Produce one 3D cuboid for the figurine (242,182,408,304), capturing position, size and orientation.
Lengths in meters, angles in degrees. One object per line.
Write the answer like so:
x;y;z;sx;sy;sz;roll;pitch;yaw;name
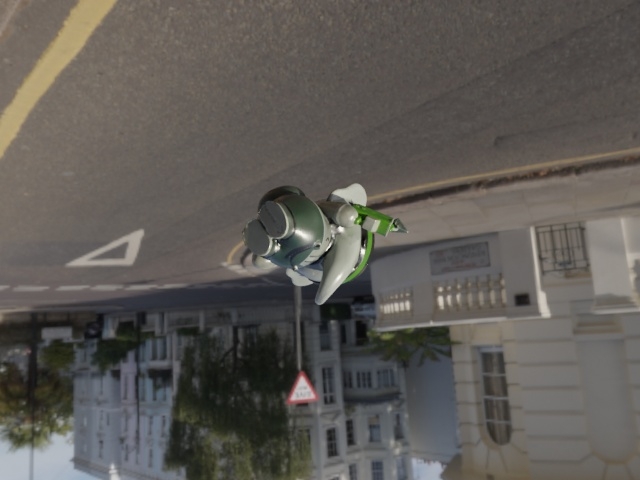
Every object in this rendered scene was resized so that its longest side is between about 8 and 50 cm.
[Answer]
0.000;0.000;0.630;0.147;0.126;0.192;-53;152;17;figurine
